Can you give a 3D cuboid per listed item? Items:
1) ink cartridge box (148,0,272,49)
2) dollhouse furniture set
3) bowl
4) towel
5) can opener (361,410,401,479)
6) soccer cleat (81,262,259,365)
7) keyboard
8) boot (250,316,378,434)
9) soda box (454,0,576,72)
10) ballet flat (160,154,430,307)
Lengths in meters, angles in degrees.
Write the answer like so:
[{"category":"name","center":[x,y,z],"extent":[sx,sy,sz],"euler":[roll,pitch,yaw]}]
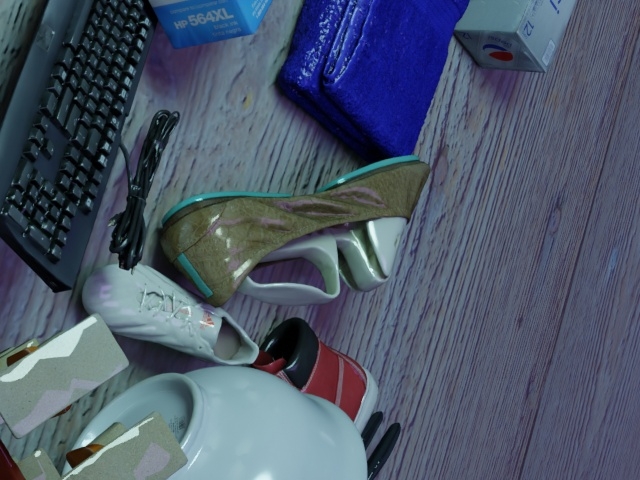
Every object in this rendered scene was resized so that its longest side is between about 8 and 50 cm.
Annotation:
[{"category":"ink cartridge box","center":[-0.107,-0.289,1.011],"extent":[0.203,0.086,0.148],"euler":[65,33,-37]},{"category":"dollhouse furniture set","center":[-0.258,0.115,0.845],"extent":[0.135,0.262,0.259],"euler":[-34,96,-38]},{"category":"bowl","center":[-0.120,0.206,1.002],"extent":[0.134,0.298,0.298],"euler":[51,60,-30]},{"category":"towel","center":[0.085,-0.250,1.286],"extent":[0.227,0.076,0.308],"euler":[34,73,-48]},{"category":"can opener","center":[0.035,0.277,1.383],"extent":[0.059,0.073,0.186],"euler":[31,67,-8]},{"category":"soccer cleat","center":[-0.133,0.069,1.104],"extent":[0.196,0.076,0.068],"euler":[30,76,-49]},{"category":"keyboard","center":[-0.170,-0.100,0.969],"extent":[0.201,0.033,0.317],"euler":[58,36,-50]},{"category":"boot","center":[-0.038,0.211,1.249],"extent":[0.176,0.088,0.244],"euler":[43,58,-46]},{"category":"soda box","center":[0.266,-0.346,1.460],"extent":[0.091,0.098,0.286],"euler":[40,68,-46]},{"category":"ballet flat","center":[0.000,0.000,1.190],"extent":[0.342,0.116,0.124],"euler":[-13,72,-45]}]
